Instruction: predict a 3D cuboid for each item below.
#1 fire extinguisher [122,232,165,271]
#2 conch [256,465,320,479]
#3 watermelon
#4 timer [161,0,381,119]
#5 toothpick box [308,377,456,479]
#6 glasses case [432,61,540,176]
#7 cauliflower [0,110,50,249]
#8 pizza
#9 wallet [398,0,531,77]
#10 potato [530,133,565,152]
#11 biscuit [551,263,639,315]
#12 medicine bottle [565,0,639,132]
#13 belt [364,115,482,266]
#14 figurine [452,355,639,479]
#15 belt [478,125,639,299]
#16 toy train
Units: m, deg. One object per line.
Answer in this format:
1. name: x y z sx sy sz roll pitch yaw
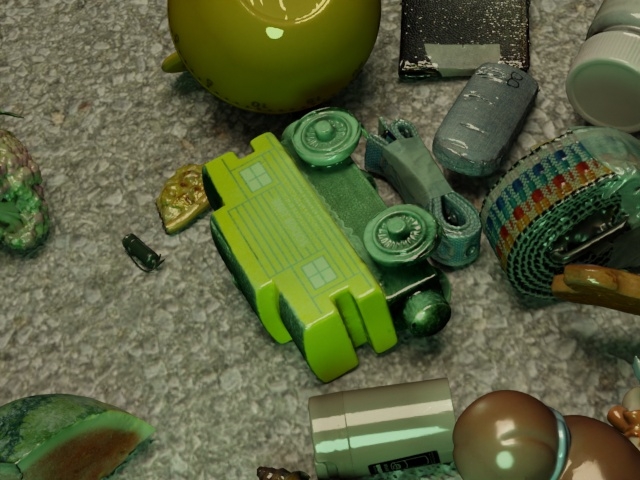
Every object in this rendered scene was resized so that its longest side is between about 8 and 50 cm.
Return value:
1. fire extinguisher: -0.267 0.022 2.061 0.083 0.025 0.038 35 99 36
2. conch: 0.026 0.336 1.662 0.233 0.086 0.080 14 10 8
3. watermelon: -0.366 0.277 1.760 0.260 0.176 0.256 -48 17 -29
4. timer: -0.074 -0.359 2.206 0.376 0.387 0.376 1 82 -7
5. toothpick box: 0.079 0.237 1.719 0.181 0.111 0.111 -9 45 2
6. glasses case: 0.255 -0.188 2.099 0.109 0.067 0.282 22 40 12
7. cauliflower: -0.559 -0.064 2.116 0.315 0.239 0.256 -54 37 6
8. pizza: -0.206 -0.077 2.134 0.099 0.035 0.160 23 55 30
9. wallet: 0.243 -0.371 2.311 0.221 0.071 0.262 1 50 6
10. potato: 0.359 -0.098 2.019 0.086 0.061 0.122 -20 45 -4
11. biscuit: 0.454 0.080 1.729 0.324 0.205 0.049 15 80 1
12. medicine bottle: 0.494 -0.307 2.117 0.165 0.165 0.273 15 50 24
13. belt: 0.148 -0.078 2.033 0.087 0.072 0.302 -18 44 -14
14. figurine: 0.368 0.251 1.556 0.388 0.248 0.276 -30 51 -13
15. belt: 0.354 -0.036 1.857 0.257 0.207 0.150 -30 46 7
16. toy train: 0.000 0.000 1.930 0.272 0.179 0.442 -28 48 -7
